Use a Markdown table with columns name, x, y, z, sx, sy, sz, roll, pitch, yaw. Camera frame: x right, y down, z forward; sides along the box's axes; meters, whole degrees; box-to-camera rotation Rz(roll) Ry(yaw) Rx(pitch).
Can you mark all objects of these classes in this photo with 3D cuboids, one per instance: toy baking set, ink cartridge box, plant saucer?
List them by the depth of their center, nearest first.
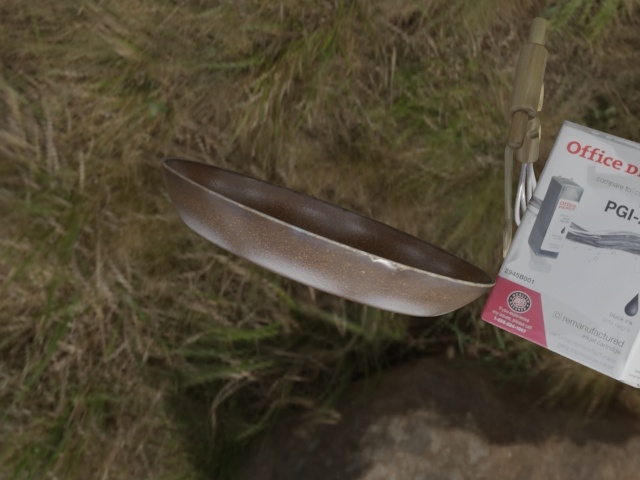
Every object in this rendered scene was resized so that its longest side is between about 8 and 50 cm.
| name | x | y | z | sx | sy | sz | roll | pitch | yaw |
| --- | --- | --- | --- | --- | --- | --- | --- | --- | --- |
| plant saucer | 0.000 | 0.000 | 0.938 | 0.311 | 0.310 | 0.050 | 20 | 97 | -8 |
| ink cartridge box | 0.277 | 0.012 | 1.037 | 0.159 | 0.092 | 0.217 | 24 | 90 | 31 |
| toy baking set | 0.237 | -0.117 | 1.193 | 0.030 | 0.256 | 0.196 | 7 | 152 | 19 |
